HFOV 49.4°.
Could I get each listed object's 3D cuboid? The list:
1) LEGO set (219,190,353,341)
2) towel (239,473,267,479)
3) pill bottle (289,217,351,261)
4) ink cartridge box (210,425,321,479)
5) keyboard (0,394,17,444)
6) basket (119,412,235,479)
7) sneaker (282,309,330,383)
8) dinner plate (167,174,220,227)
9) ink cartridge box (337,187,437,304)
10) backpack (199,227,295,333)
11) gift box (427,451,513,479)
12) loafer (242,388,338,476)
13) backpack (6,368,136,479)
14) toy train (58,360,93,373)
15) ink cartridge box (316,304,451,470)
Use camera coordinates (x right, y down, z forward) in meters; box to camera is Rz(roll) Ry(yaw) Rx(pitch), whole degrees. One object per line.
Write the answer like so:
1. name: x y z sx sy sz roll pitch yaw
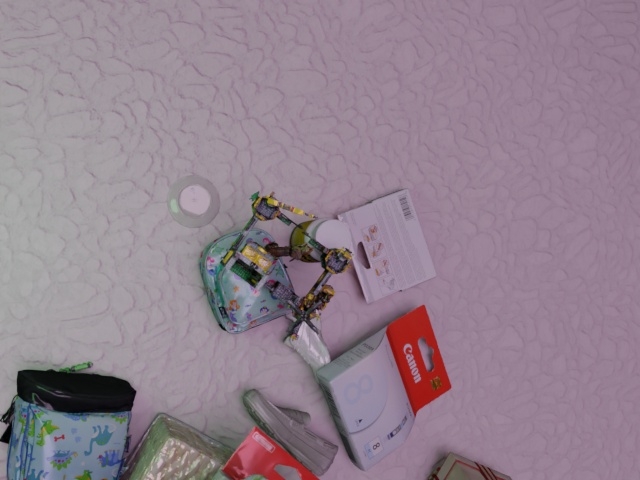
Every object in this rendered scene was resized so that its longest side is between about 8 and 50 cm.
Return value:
1. LEGO set: -0.076 0.048 1.628 0.331 0.192 0.255 45 83 -10
2. towel: -0.254 0.687 1.466 0.374 0.090 0.321 -14 104 -1
3. pill bottle: 0.000 0.000 1.854 0.119 0.208 0.119 1 87 -19
4. ink cartridge box: -0.120 0.619 1.582 0.296 0.066 0.261 43 75 -12
5. keyboard: -0.708 0.403 1.690 0.100 0.038 0.192 41 73 -37
6. basket: -0.328 0.646 1.683 0.328 0.266 0.331 34 76 -14
7. sneaker: -0.042 0.286 1.902 0.115 0.090 0.232 -14 87 -9
8. dinner plate: -0.335 -0.104 1.846 0.141 0.017 0.141 2 85 -19
9. ink cartridge box: 0.185 0.017 1.998 0.238 0.060 0.275 -20 95 -18
10. backpack: -0.192 0.097 1.803 0.225 0.191 0.254 -19 89 -18
11. gift box: 0.411 0.778 1.944 0.255 0.258 0.276 31 98 -17
12. loafer: -0.079 0.497 1.863 0.319 0.112 0.111 48 69 -19
13. backpack: -0.592 0.511 1.621 0.290 0.273 0.356 18 95 -36
14. toy train: -0.607 0.318 1.726 0.083 0.023 0.017 -12 91 -19
15. ink cartridge box: 0.205 0.404 1.928 0.384 0.091 0.308 -29 112 -21
